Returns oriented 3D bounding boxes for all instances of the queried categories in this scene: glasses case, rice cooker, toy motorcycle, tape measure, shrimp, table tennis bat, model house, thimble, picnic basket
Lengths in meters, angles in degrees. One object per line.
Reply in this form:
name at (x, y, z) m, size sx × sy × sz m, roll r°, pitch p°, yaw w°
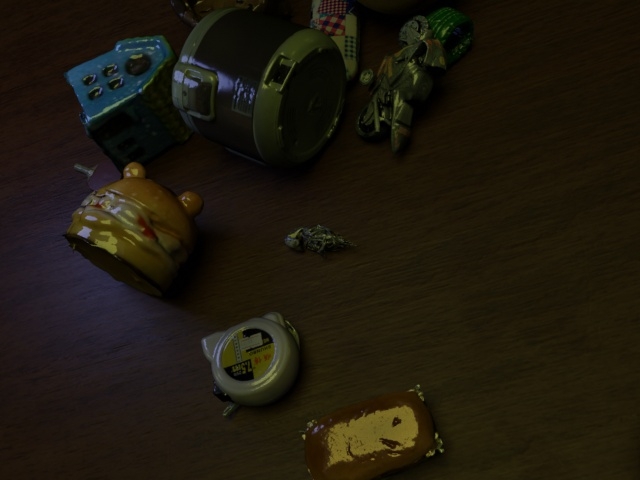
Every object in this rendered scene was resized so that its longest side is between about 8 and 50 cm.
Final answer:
glasses case at (0.037, -0.519, 1.690) m, size 0.125 × 0.076 × 0.327 m, roll -4°, pitch 64°, yaw 14°
rice cooker at (-0.145, -0.344, 1.523) m, size 0.325 × 0.335 × 0.335 m, roll 25°, pitch 74°, yaw 25°
toy motorcycle at (0.188, -0.352, 1.508) m, size 0.173 × 0.108 × 0.307 m, roll 32°, pitch 100°, yaw 44°
tape measure at (-0.132, 0.247, 1.348) m, size 0.196 × 0.105 × 0.178 m, roll -18°, pitch 53°, yaw 7°
shrimp at (0.000, 0.000, 1.454) m, size 0.165 × 0.056 × 0.065 m, roll 10°, pitch 52°, yaw 32°
table tennis bat at (-0.577, -0.170, 1.744) m, size 0.157 × 0.013 × 0.087 m, roll 20°, pitch 74°, yaw 23°
model house at (-0.431, -0.349, 1.662) m, size 0.303 × 0.237 × 0.215 m, roll -33°, pitch 61°, yaw -3°
thimble at (0.290, -0.476, 1.569) m, size 0.130 × 0.118 × 0.090 m, roll -27°, pitch 51°, yaw -29°
picnic basket at (-0.265, -0.686, 1.731) m, size 0.293 × 0.337 × 0.337 m, roll -37°, pitch 60°, yaw -3°

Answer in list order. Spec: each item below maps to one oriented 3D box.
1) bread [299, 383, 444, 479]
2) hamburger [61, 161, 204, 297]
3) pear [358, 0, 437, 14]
bread at (0.091, 0.361, 1.216) m, size 0.241 × 0.107 × 0.136 m, roll -22°, pitch 63°, yaw 6°
hamburger at (-0.394, -0.029, 1.475) m, size 0.276 × 0.276 × 0.236 m, roll 20°, pitch 70°, yaw 25°
pear at (0.192, -0.686, 1.599) m, size 0.315 × 0.314 × 0.314 m, roll -7°, pitch 63°, yaw 14°
